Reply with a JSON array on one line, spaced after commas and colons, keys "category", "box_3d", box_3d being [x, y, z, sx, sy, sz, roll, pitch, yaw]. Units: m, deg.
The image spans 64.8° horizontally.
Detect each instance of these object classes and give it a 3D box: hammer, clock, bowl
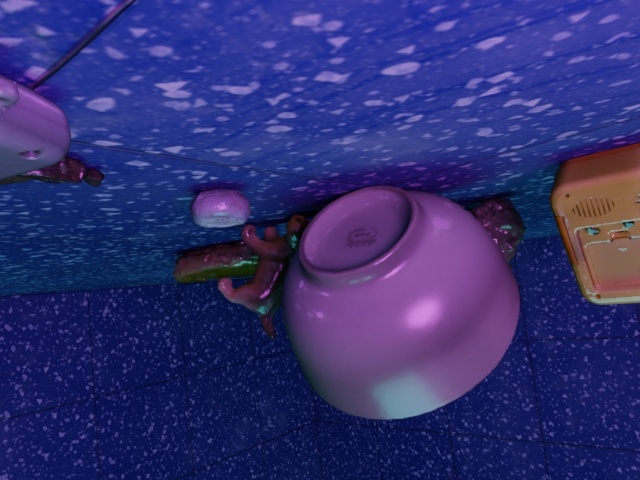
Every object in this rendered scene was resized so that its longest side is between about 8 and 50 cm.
[{"category": "hammer", "box_3d": [-0.355, -0.044, 0.450, 0.296, 0.027, 0.125, -7, 175, 9]}, {"category": "clock", "box_3d": [0.407, -0.018, 0.681, 0.143, 0.202, 0.096, -9, -151, 41]}, {"category": "bowl", "box_3d": [0.084, 0.047, 0.719, 0.353, 0.354, 0.185, -10, 130, 27]}]

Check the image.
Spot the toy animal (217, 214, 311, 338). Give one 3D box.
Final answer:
[{"category": "toy animal", "box_3d": [-0.078, 0.041, 0.934, 0.168, 0.233, 0.121, 36, -176, 28]}]

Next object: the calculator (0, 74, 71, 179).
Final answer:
[{"category": "calculator", "box_3d": [-0.269, -0.058, 0.297, 0.245, 0.045, 0.141, -9, 172, 22]}]

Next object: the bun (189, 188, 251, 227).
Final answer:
[{"category": "bun", "box_3d": [-0.125, -0.042, 0.628, 0.083, 0.045, 0.083, -7, 171, -1]}]

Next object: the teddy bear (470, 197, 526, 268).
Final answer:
[{"category": "teddy bear", "box_3d": [0.241, 0.071, 1.093, 0.356, 0.225, 0.367, -9, 165, 8]}]

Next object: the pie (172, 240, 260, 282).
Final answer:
[{"category": "pie", "box_3d": [-0.209, 0.055, 1.323, 0.338, 0.083, 0.339, -8, 172, -1]}]
